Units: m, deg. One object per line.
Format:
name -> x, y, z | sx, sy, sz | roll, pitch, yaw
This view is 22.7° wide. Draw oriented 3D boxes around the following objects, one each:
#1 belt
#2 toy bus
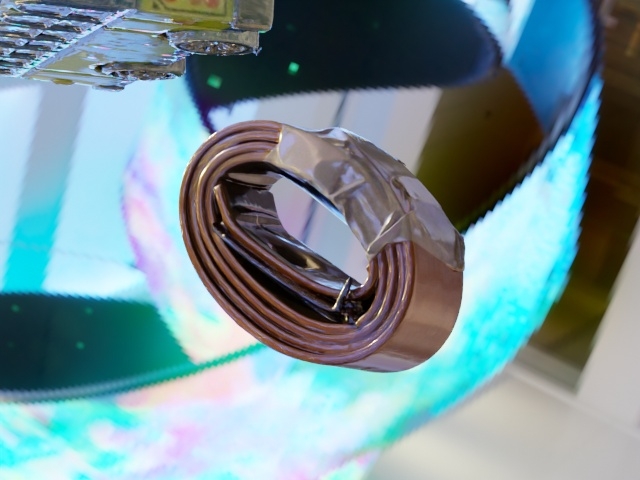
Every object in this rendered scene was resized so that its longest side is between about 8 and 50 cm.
belt -> 0.000, 0.000, 1.352 | 0.105, 0.261, 0.184 | 15, -74, -57
toy bus -> -0.154, -0.184, 0.992 | 0.190, 0.312, 0.152 | 3, -93, -23
